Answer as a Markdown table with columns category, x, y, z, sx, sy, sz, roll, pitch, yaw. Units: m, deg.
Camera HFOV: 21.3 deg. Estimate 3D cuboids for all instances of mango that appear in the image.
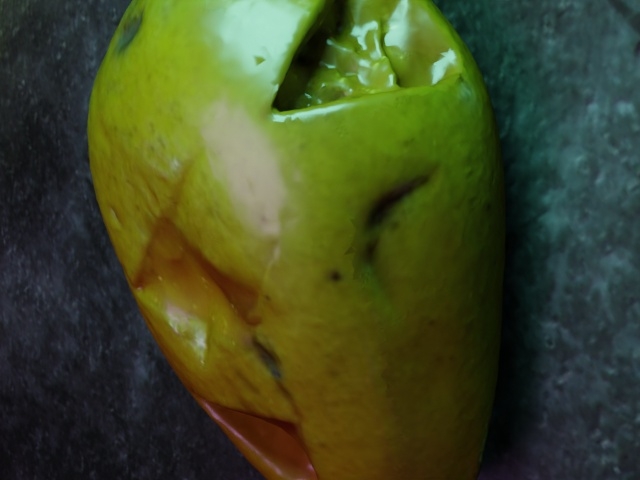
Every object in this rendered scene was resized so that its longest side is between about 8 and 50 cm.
| category | x | y | z | sx | sy | sz | roll | pitch | yaw |
| --- | --- | --- | --- | --- | --- | --- | --- | --- | --- |
| mango | 0.000 | 0.000 | 0.967 | 0.253 | 0.182 | 0.365 | 1 | 118 | 49 |
